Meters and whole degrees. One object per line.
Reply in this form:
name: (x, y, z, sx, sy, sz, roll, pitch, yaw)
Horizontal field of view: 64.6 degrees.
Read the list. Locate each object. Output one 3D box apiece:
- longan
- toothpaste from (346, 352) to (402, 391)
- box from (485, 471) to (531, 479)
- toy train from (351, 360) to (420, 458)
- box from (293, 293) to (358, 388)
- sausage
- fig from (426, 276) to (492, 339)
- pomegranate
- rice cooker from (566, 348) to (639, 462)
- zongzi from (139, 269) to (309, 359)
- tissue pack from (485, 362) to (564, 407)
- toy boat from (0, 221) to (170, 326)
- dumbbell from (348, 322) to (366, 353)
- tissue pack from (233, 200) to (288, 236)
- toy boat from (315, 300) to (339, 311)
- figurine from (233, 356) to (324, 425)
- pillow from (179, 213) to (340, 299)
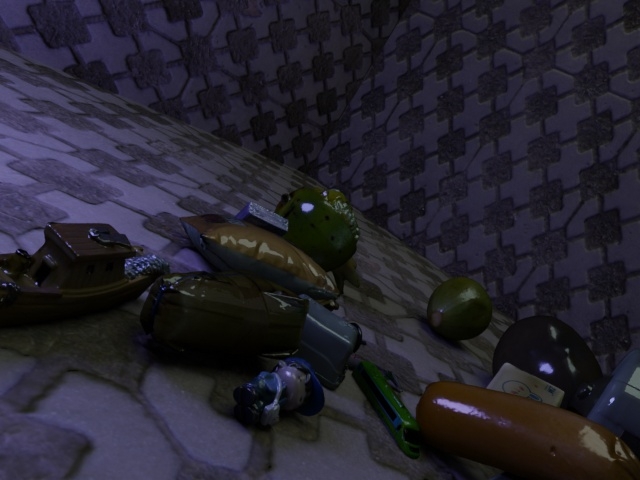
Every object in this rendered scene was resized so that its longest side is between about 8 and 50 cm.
longan: (0.623, 0.366, 1.388, 0.288, 0.288, 0.350, 28, 23, -17)
toothpaste: (0.100, 0.262, 1.033, 0.170, 0.028, 0.045, 31, 18, -21)
box: (0.377, 0.459, 0.674, 0.373, 0.090, 0.367, 31, 7, 39)
toy train: (0.126, 0.297, 0.914, 0.044, 0.042, 0.209, 24, 14, -32)
box: (-0.010, 0.177, 0.936, 0.172, 0.093, 0.124, 32, 12, 3)
sausage: (0.332, 0.320, 0.827, 0.354, 0.116, 0.134, 4, 21, 36)
fig: (0.451, 0.235, 1.652, 0.207, 0.207, 0.230, 33, 35, 4)
pomegranate: (0.000, 0.000, 1.410, 0.340, 0.260, 0.260, 59, 5, -15)
rice cooker: (0.604, 0.380, 0.898, 0.325, 0.335, 0.335, 31, 9, 35)
zongzi: (-0.190, 0.093, 0.827, 0.260, 0.123, 0.289, 14, 5, -39)
tissue pack: (0.432, 0.369, 1.110, 0.148, 0.092, 0.196, 25, 28, 29)
toy boat: (-0.320, 0.038, 0.656, 0.089, 0.121, 0.321, 41, 13, 15)
dumbbell: (0.042, 0.197, 1.047, 0.147, 0.069, 0.069, 24, 14, -34)
tissue pack: (-0.166, -0.021, 1.228, 0.112, 0.156, 0.051, 26, 47, -29)
toy boat: (-0.011, 0.160, 1.102, 0.072, 0.064, 0.206, 53, 19, 10)
figurine: (-0.059, 0.218, 0.718, 0.087, 0.086, 0.149, -10, -4, 38)
pillow: (-0.141, 0.030, 1.080, 0.312, 0.119, 0.310, 25, 1, -25)
